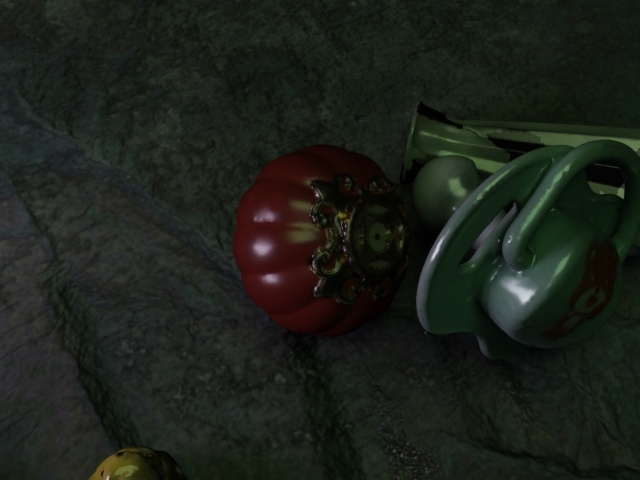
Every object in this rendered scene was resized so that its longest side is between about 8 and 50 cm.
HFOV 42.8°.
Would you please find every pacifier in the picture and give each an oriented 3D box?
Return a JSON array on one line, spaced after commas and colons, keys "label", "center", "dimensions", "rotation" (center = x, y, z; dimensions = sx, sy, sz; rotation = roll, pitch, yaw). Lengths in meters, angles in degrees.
[{"label": "pacifier", "center": [0.213, -0.017, 0.930], "dimensions": [0.288, 0.343, 0.269], "rotation": [-49, 54, 8]}]

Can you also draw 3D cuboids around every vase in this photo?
[{"label": "vase", "center": [0.290, -0.090, 1.067], "dimensions": [0.359, 0.165, 0.165], "rotation": [14, 61, 8]}]

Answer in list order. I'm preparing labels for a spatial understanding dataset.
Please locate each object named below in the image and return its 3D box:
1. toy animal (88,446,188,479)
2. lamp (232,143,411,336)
[{"label": "toy animal", "center": [-0.142, 0.304, 0.830], "dimensions": [0.233, 0.121, 0.169], "rotation": [23, 30, 0]}, {"label": "lamp", "center": [0.000, 0.000, 0.965], "dimensions": [0.226, 0.227, 0.227], "rotation": [2, 62, -4]}]
